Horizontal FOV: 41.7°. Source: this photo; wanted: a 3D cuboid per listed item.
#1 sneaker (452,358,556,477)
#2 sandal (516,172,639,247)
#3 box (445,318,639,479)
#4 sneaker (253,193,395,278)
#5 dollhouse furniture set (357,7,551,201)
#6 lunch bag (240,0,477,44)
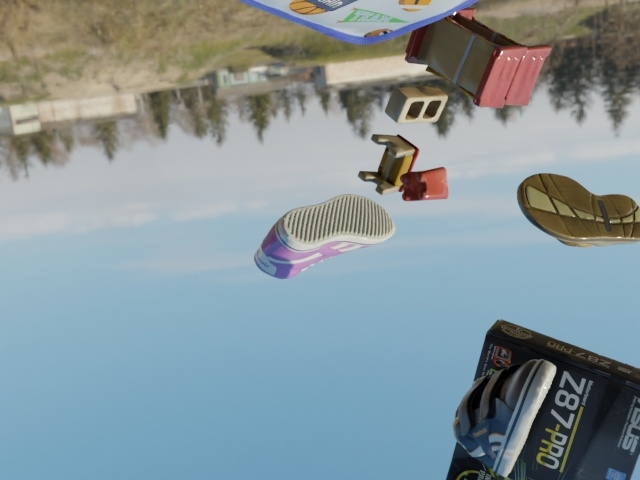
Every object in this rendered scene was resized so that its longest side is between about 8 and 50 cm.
[{"bbox_3d":[0.294,0.287,1.403,0.127,0.321,0.126,28,-125,19],"label":"sneaker"},{"bbox_3d":[0.274,-0.023,0.888,0.180,0.072,0.049,8,154,-31],"label":"sandal"},{"bbox_3d":[0.421,0.384,1.568,0.318,0.395,0.097,20,-161,21],"label":"box"},{"bbox_3d":[-0.001,-0.001,1.547,0.282,0.102,0.161,-6,151,-40],"label":"sneaker"},{"bbox_3d":[0.241,-0.231,1.572,0.152,0.374,0.201,-10,-139,-41],"label":"dollhouse furniture set"},{"bbox_3d":[-0.030,-0.372,0.942,0.385,0.239,0.328,28,-168,38],"label":"lunch bag"}]
